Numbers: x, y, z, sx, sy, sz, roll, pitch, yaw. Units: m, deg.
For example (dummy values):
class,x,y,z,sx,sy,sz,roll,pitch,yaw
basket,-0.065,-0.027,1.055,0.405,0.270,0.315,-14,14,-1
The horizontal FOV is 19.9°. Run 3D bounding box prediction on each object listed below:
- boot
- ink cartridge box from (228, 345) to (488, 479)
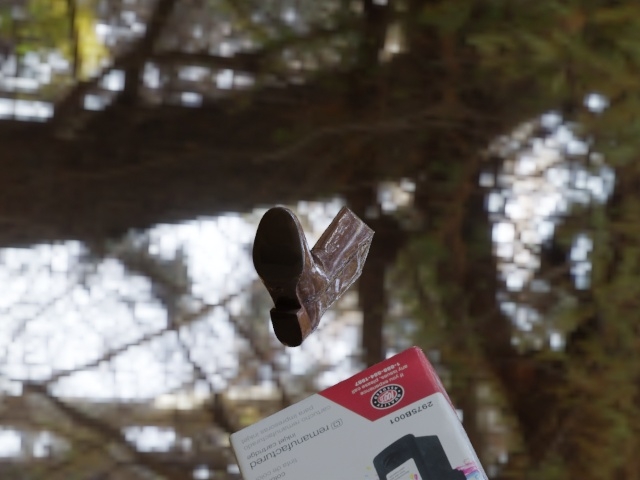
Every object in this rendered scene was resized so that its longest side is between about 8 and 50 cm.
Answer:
class,x,y,z,sx,sy,sz,roll,pitch,yaw
boot,0.000,0.000,1.202,0.037,0.114,0.106,14,-54,24
ink cartridge box,0.037,0.162,1.013,0.072,0.127,0.175,63,2,-42
